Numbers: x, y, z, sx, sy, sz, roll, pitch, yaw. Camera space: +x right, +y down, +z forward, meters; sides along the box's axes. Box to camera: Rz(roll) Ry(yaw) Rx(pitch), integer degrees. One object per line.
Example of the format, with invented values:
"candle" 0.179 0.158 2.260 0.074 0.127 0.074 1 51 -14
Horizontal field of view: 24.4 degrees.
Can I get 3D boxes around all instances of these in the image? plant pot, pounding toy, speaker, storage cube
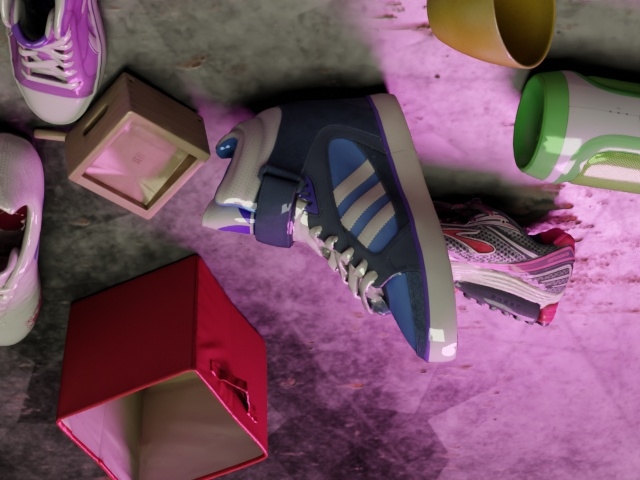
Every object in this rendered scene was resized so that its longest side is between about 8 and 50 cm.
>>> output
"plant pot" 0.163 -0.236 1.484 0.095 0.134 0.134 0 140 35
"pounding toy" -0.218 -0.105 1.612 0.130 0.100 0.141 29 120 -33
"speaker" 0.365 -0.106 1.603 0.297 0.131 0.131 8 132 -10
"storage cube" -0.184 0.167 1.787 0.215 0.193 0.183 -22 130 16

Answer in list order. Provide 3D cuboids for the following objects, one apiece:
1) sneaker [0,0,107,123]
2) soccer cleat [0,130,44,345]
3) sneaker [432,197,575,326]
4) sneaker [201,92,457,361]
"sneaker" -0.275 -0.203 1.454 0.102 0.161 0.282 9 131 1
"soccer cleat" -0.376 0.029 1.683 0.116 0.143 0.331 5 133 -7
"sneaker" 0.152 -0.002 1.714 0.299 0.121 0.112 19 100 -18
"sneaker" 0.000 -0.001 1.555 0.236 0.322 0.130 -12 156 -4
